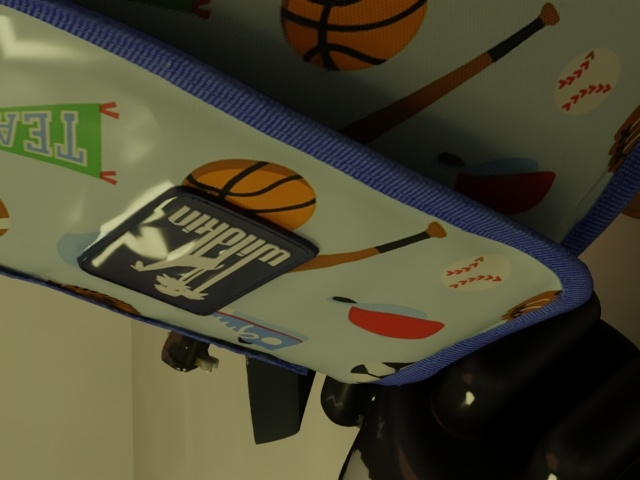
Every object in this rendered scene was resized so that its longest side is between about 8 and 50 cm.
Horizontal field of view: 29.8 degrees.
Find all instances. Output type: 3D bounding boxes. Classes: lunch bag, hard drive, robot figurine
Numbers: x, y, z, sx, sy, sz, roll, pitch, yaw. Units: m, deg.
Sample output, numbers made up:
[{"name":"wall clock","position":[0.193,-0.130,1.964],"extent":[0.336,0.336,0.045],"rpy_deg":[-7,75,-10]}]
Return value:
[{"name":"lunch bag","position":[-0.008,-0.120,0.493],"extent":[0.385,0.328,0.239],"rpy_deg":[-55,31,21]},{"name":"hard drive","position":[-0.034,0.064,1.197],"extent":[0.172,0.054,0.254],"rpy_deg":[-72,-16,-51]},{"name":"robot figurine","position":[0.099,0.143,0.690],"extent":[0.278,0.174,0.209],"rpy_deg":[108,162,-52]}]

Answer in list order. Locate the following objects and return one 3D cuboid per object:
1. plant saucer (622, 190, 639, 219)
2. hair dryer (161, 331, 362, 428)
[{"name":"plant saucer","position":[0.164,-0.108,0.637],"extent":[0.200,0.037,0.200],"rpy_deg":[174,90,-74]},{"name":"hair dryer","position":[0.000,0.000,1.036],"extent":[0.080,0.224,0.293],"rpy_deg":[-95,20,-81]}]
